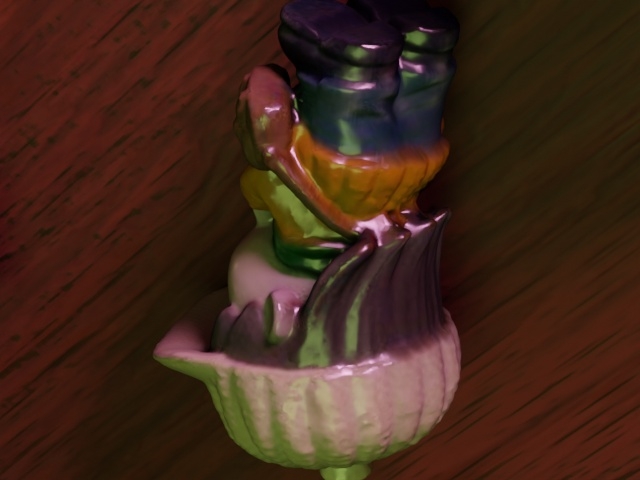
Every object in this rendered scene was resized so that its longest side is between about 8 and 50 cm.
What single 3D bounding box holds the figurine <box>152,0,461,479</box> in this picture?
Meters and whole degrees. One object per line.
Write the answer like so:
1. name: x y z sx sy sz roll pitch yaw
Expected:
1. figurine: 0.021 0.009 1.299 0.204 0.185 0.332 46 133 27
